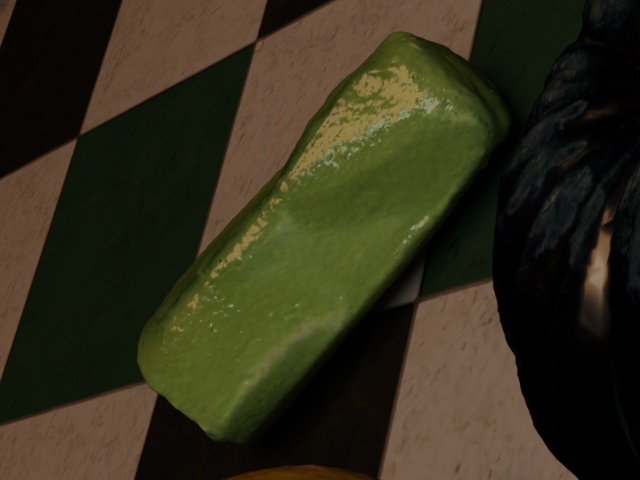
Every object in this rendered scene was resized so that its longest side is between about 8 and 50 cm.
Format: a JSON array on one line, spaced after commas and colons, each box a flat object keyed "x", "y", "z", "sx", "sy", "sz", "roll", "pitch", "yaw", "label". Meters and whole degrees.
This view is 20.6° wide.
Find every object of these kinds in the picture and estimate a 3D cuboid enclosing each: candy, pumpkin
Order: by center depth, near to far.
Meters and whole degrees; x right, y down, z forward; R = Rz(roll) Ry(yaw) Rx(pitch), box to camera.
[{"x": 0.243, "y": -0.020, "z": 0.787, "sx": 0.363, "sy": 0.266, "sz": 0.363, "roll": -45, "pitch": 30, "yaw": 36, "label": "pumpkin"}, {"x": 0.000, "y": 0.000, "z": 1.322, "sx": 0.343, "sy": 0.132, "sz": 0.142, "roll": -50, "pitch": -12, "yaw": 17, "label": "candy"}]

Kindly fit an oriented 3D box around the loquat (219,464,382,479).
[{"x": -0.006, "y": 0.272, "z": 0.923, "sx": 0.328, "sy": 0.328, "sz": 0.359, "roll": -42, "pitch": -9, "yaw": 32, "label": "loquat"}]
